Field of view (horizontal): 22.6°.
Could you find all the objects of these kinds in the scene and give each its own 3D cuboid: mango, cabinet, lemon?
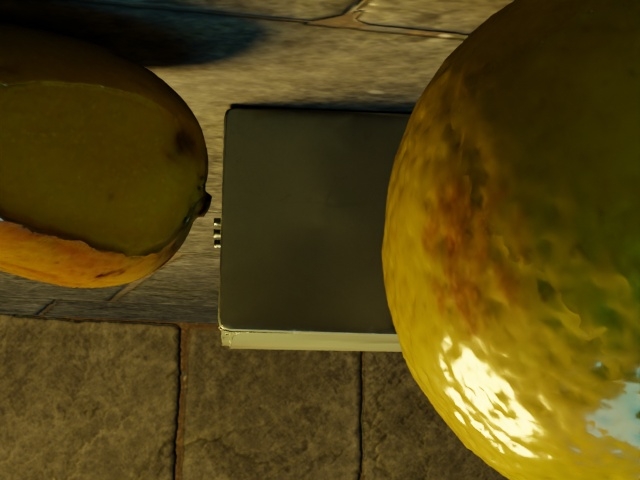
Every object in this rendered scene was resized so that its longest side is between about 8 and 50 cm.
[{"bbox_3d":[-0.178,-0.052,0.846,0.167,0.130,0.262,1,168,43],"label":"mango"},{"bbox_3d":[0.000,0.000,1.120,0.150,0.145,0.206,1,173,-4],"label":"cabinet"},{"bbox_3d":[0.147,-0.001,0.696,0.267,0.267,0.267,2,172,0],"label":"lemon"}]
